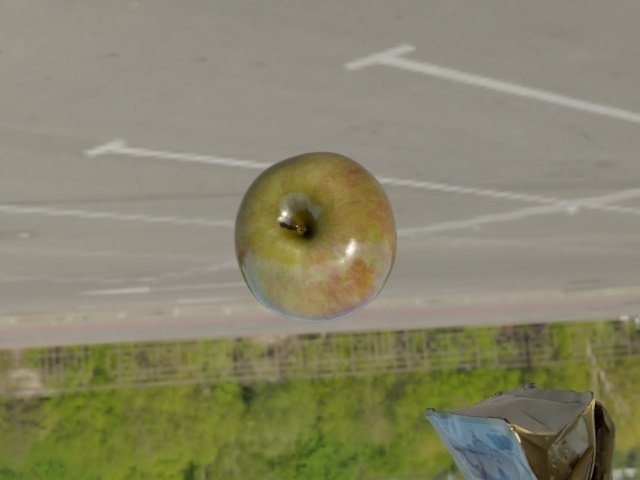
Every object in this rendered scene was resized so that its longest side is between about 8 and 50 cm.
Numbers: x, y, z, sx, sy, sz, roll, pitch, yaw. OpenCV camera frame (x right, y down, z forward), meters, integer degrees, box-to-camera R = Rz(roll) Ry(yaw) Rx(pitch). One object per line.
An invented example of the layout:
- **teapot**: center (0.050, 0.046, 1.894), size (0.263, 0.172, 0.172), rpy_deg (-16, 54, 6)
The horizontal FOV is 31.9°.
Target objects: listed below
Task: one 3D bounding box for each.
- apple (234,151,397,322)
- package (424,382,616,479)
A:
- **apple**: center (0.000, 0.000, 1.694), size (0.256, 0.257, 0.234), rpy_deg (-7, 163, 20)
- **package**: center (0.315, 0.296, 1.605), size (0.165, 0.221, 0.311), rpy_deg (-33, -177, -14)
